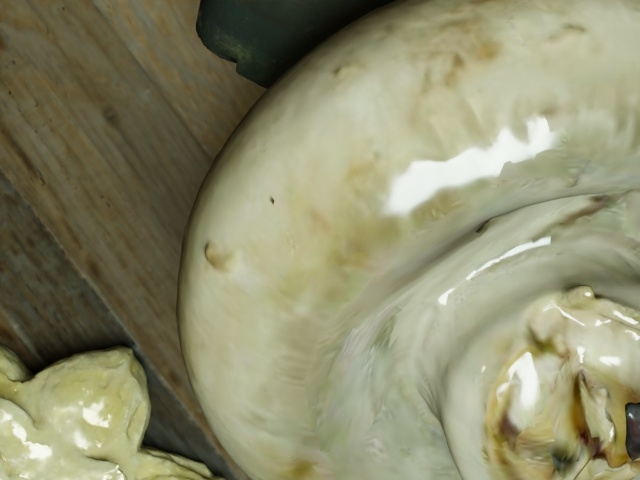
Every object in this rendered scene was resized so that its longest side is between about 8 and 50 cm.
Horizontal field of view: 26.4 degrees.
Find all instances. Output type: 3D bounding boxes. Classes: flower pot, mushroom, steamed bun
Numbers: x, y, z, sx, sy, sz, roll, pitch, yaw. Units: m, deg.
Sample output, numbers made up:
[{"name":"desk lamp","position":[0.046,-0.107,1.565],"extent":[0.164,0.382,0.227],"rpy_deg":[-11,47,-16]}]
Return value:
[{"name":"flower pot","position":[-0.002,-0.149,0.816],"extent":[0.157,0.157,0.106],"rpy_deg":[24,118,2]},{"name":"mushroom","position":[0.107,0.039,0.737],"extent":[0.362,0.294,0.362],"rpy_deg":[-10,129,-13]},{"name":"steamed bun","position":[-0.209,0.203,0.926],"extent":[0.295,0.137,0.292],"rpy_deg":[42,101,-1]}]
